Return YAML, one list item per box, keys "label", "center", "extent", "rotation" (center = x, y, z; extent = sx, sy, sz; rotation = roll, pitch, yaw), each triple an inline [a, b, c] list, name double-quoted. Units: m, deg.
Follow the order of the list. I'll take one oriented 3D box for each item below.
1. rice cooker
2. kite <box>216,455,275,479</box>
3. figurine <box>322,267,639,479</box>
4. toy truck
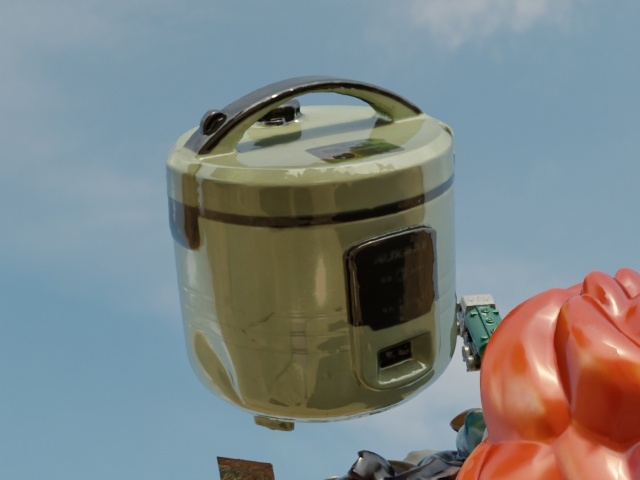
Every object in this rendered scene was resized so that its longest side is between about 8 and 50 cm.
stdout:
- label: "rice cooker"
  center: [0.000, 0.000, 0.802]
  extent: [0.226, 0.226, 0.244]
  rotation: [-4, -74, 1]
- label: "kite"
  center: [-0.059, 0.147, 0.654]
  extent: [0.078, 0.002, 0.044]
  rotation: [-12, -58, 25]
- label: "figurine"
  center: [0.148, 0.150, 0.634]
  extent: [0.306, 0.241, 0.412]
  rotation: [10, -21, -31]
- label: "toy truck"
  center: [0.135, 0.075, 0.885]
  extent: [0.039, 0.083, 0.044]
  rotation: [-3, -61, -5]
